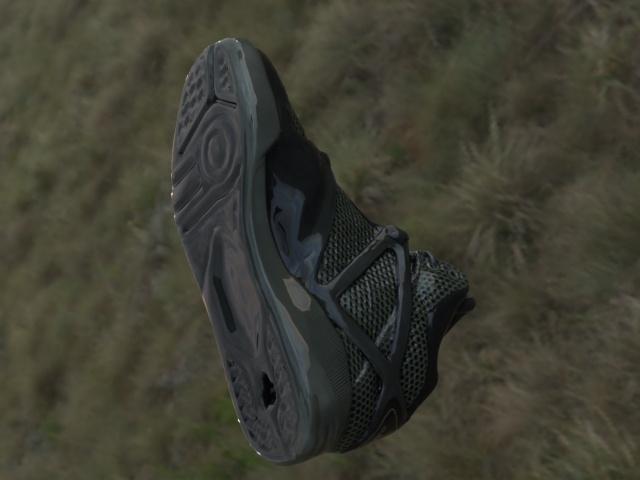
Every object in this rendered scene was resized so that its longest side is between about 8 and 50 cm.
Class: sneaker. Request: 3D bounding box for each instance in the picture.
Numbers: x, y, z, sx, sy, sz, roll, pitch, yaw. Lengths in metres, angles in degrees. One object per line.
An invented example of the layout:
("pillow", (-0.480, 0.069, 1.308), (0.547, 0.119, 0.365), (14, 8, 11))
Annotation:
("sneaker", (0.000, 0.000, 0.688), (0.087, 0.130, 0.227), (-39, 64, 45))
